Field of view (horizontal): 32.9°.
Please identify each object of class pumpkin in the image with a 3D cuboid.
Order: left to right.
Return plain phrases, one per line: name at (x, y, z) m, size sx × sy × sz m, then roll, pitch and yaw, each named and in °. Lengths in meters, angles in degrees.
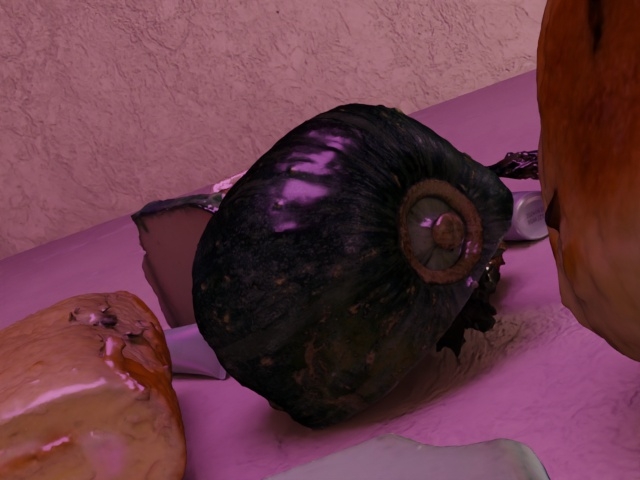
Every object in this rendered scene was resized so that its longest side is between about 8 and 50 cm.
pumpkin at (0.000, 0.000, 0.998) m, size 0.293 × 0.197 × 0.263 m, roll -55°, pitch 17°, yaw -24°

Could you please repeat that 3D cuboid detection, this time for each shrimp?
shrimp at (0.294, -0.085, 1.343) m, size 0.262 × 0.051 × 0.198 m, roll 3°, pitch 13°, yaw 33°

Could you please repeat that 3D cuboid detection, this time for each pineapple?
pineapple at (0.134, 0.029, 1.077) m, size 0.125 × 0.125 × 0.251 m, roll -19°, pitch 16°, yaw 14°

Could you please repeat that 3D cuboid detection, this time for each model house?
model house at (-0.056, 0.001, 1.325) m, size 0.237 × 0.202 × 0.237 m, roll -31°, pitch 15°, yaw -38°

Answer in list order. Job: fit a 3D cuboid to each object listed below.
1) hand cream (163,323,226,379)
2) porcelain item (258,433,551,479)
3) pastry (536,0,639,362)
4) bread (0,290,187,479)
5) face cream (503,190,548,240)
hand cream at (-0.165, 0.131, 1.298) m, size 0.050 × 0.078 × 0.205 m, roll 20°, pitch -20°, yaw -35°
porcelain item at (-0.018, 0.208, 0.375) m, size 0.286 × 0.157 × 0.281 m, roll -20°, pitch 13°, yaw 2°
pastry at (0.309, -0.085, 0.658) m, size 0.312 × 0.388 × 0.388 m, roll 3°, pitch 8°, yaw -9°
bread at (-0.246, 0.161, 1.029) m, size 0.236 × 0.165 × 0.375 m, roll -27°, pitch 12°, yaw -4°
face cream at (0.210, -0.029, 1.346) m, size 0.084 × 0.057 × 0.198 m, roll -21°, pitch 8°, yaw -22°
